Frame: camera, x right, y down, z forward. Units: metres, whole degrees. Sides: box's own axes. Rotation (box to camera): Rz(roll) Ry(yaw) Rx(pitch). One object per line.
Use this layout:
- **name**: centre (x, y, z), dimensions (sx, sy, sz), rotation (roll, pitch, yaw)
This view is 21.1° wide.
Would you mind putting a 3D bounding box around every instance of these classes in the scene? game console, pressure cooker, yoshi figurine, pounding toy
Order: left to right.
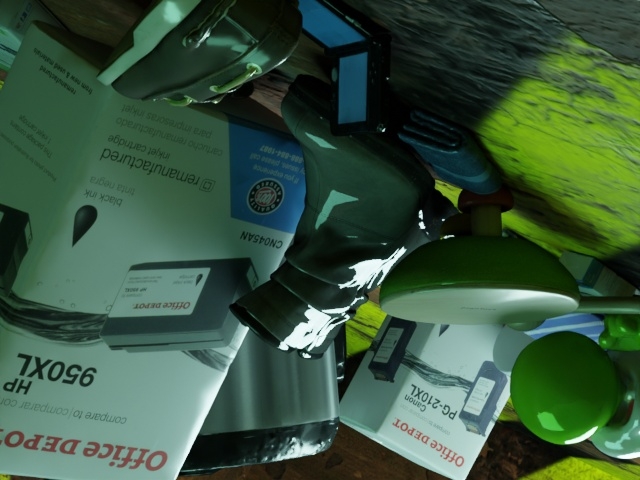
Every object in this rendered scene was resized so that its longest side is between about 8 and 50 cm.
- **pressure cooker**: centre (-0.165, 0.054, 2.004), dimensions (0.370, 0.420, 0.375), rotation (-6, 177, 10)
- **game console**: centre (0.002, -0.134, 1.302), dimensions (0.071, 0.107, 0.122), rotation (1, -178, -17)
- **pounding toy**: centre (0.165, 0.013, 1.592), dimensions (0.237, 0.110, 0.183), rotation (10, 164, -39)
- **yoshi figurine**: centre (0.323, 0.169, 1.651), dimensions (0.362, 0.203, 0.203), rotation (12, 145, 49)

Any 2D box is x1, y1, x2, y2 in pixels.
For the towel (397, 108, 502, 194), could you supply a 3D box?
- **towel**: centre (0.114, -0.071, 1.475), dimensions (0.067, 0.029, 0.119), rotation (24, 172, 26)

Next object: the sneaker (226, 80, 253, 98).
- **sneaker**: centre (-0.097, -0.163, 1.674), dimensions (0.083, 0.031, 0.035), rotation (31, -172, 20)

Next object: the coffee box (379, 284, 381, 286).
- **coffee box**: centre (0.108, 0.047, 2.333), dimensions (0.113, 0.040, 0.184), rotation (28, 173, 3)

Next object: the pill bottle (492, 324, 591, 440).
- **pill bottle**: centre (0.308, 0.169, 2.143), dimensions (0.193, 0.108, 0.108), rotation (33, 172, -31)

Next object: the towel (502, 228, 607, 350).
- **towel**: centre (0.292, 0.093, 1.866), dimensions (0.336, 0.040, 0.243), rotation (32, 167, -8)

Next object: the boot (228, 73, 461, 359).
- **boot**: centre (0.000, 0.000, 1.564), dimensions (0.118, 0.223, 0.338), rotation (44, -179, 30)

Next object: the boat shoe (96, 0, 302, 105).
- **boat shoe**: centre (-0.096, -0.154, 1.346), dimensions (0.097, 0.116, 0.324), rotation (38, 166, -10)

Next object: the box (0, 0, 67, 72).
- **box**: centre (-0.390, -0.258, 2.036), dimensions (0.232, 0.058, 0.322), rotation (27, 172, 17)

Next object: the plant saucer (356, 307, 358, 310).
- **plant saucer**: centre (-0.064, 0.012, 2.304), dimensions (0.278, 0.041, 0.278), rotation (21, -155, -10)

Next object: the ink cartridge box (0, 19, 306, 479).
- **ink cartridge box**: centre (-0.208, 0.028, 1.656), dimensions (0.285, 0.395, 0.166), rotation (15, -165, -44)

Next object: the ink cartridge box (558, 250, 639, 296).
- **ink cartridge box**: centre (0.273, 0.044, 1.684), dimensions (0.083, 0.028, 0.048), rotation (33, 171, -31)

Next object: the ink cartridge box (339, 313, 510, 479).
- **ink cartridge box**: centre (0.152, 0.161, 2.167), dimensions (0.172, 0.237, 0.100), rotation (33, 172, -34)
